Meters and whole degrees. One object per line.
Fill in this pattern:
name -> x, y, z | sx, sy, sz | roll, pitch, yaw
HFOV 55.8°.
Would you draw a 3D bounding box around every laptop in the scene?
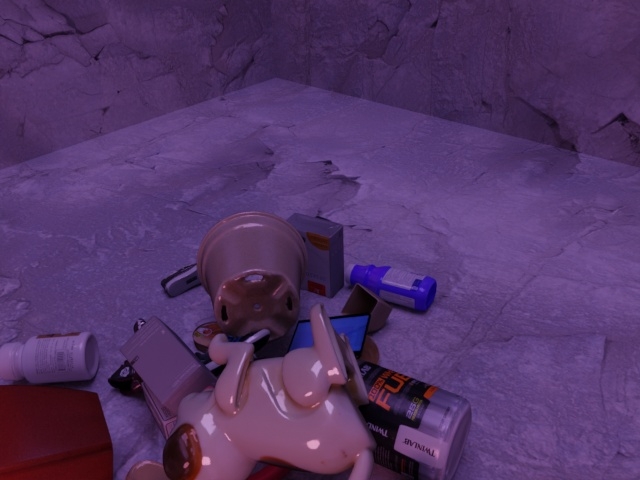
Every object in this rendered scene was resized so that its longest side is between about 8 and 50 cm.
laptop -> -0.019, 0.251, 1.581 | 0.235, 0.136, 0.264 | -11, -17, 26

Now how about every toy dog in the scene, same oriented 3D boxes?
toy dog -> -0.110, 0.369, 1.217 | 0.408, 0.284, 0.395 | -21, 68, 7

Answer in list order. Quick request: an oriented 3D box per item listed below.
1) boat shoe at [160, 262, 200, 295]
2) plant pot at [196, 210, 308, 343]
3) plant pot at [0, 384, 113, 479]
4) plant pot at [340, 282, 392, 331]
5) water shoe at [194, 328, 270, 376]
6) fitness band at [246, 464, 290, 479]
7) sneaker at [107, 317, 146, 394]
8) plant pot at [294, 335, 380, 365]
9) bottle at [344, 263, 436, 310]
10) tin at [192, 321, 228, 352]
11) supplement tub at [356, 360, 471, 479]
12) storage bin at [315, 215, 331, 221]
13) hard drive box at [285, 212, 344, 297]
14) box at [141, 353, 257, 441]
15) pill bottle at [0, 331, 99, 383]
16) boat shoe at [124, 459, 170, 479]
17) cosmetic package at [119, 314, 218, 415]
boat shoe -> -0.424, 0.107, 2.010 | 0.219, 0.077, 0.070 | -25, 40, -30
plant pot -> -0.180, 0.123, 1.680 | 0.334, 0.333, 0.305 | -7, 22, -7
plant pot -> -0.578, 0.466, 1.286 | 0.236, 0.267, 0.267 | -7, 30, -29
plant pot -> 0.144, 0.204, 1.779 | 0.096, 0.109, 0.109 | 19, 13, -42
water shoe -> -0.226, 0.265, 1.524 | 0.203, 0.073, 0.080 | -30, 62, -14
fitness band -> -0.151, 0.476, 1.422 | 0.209, 0.054, 0.291 | 17, 35, 33
sneaker -> -0.512, 0.322, 1.650 | 0.163, 0.106, 0.281 | -34, 29, -16
plant pot -> 0.045, 0.326, 1.666 | 0.237, 0.032, 0.236 | -2, 31, 1
bottle -> 0.216, 0.137, 1.903 | 0.283, 0.092, 0.118 | 14, 31, 24
tin -> -0.281, 0.291, 1.741 | 0.190, 0.040, 0.106 | 15, 31, 26
supplement tub -> 0.152, 0.401, 1.371 | 0.338, 0.207, 0.207 | 15, 36, 26
storage bin -> 0.000, 0.000, 2.116 | 0.098, 0.135, 0.091 | 22, 50, 33
hard drive box -> -0.022, 0.047, 1.933 | 0.181, 0.232, 0.089 | 15, 36, 27
box -> -0.285, 0.382, 1.543 | 0.290, 0.087, 0.169 | -21, 36, -27
pill bottle -> -0.733, 0.319, 1.634 | 0.230, 0.131, 0.131 | -4, 32, -3
boat shoe -> -0.285, 0.543, 1.258 | 0.341, 0.110, 0.122 | 20, 38, 31
cosmetic package -> -0.366, 0.302, 1.459 | 0.127, 0.107, 0.238 | -47, 45, -14
